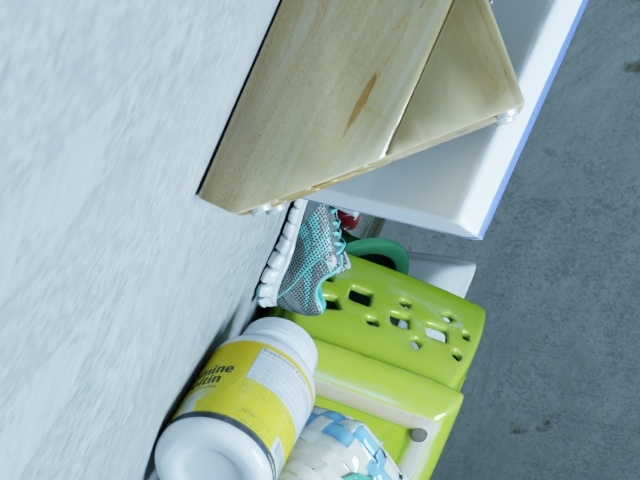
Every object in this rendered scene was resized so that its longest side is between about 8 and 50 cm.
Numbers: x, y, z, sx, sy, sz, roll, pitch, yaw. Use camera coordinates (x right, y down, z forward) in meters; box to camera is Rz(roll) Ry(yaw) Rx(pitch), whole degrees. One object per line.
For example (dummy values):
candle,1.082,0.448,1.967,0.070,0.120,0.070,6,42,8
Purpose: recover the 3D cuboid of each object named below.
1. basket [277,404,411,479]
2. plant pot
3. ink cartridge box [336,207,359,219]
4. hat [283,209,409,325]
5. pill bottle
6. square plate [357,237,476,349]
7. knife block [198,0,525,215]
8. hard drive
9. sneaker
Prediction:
basket,-0.034,0.304,1.321,0.289,0.255,0.201,-47,-154,-15
plant pot,0.029,0.168,1.526,0.207,0.228,0.227,-73,-176,-63
ink cartridge box,0.024,-0.093,1.282,0.198,0.067,0.115,77,37,-80
hat,-0.009,0.006,1.719,0.208,0.183,0.173,3,130,-46
pill bottle,-0.064,0.146,1.258,0.184,0.103,0.103,-60,172,-55
square plate,0.020,0.157,1.821,0.344,0.049,0.347,11,-105,62
knife block,0.024,-0.167,0.908,0.276,0.242,0.088,-21,178,5
hard drive,0.098,-0.166,1.070,0.040,0.210,0.318,33,78,-41
sneaker,0.000,0.000,1.419,0.065,0.076,0.166,-55,169,-72
